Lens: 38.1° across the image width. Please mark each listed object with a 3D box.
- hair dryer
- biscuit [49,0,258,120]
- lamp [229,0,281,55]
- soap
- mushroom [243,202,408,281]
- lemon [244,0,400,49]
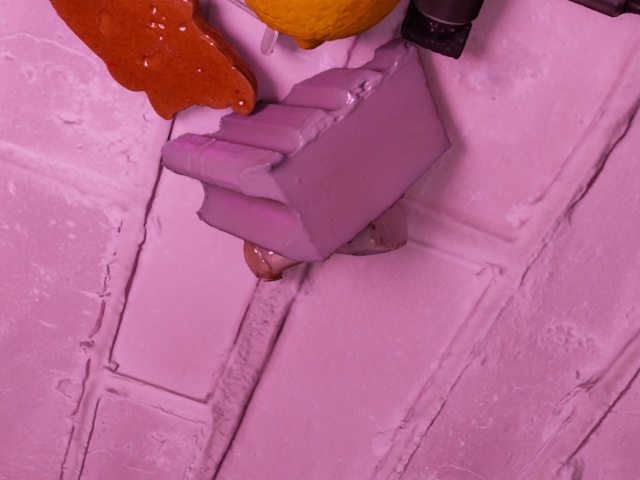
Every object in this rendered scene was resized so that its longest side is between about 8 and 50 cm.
[{"bbox_3d":[0.220,-0.249,0.948,0.248,0.078,0.195,24,130,9],"label":"hair dryer"},{"bbox_3d":[-0.195,-0.229,1.074,0.280,0.043,0.183,31,135,-1],"label":"biscuit"},{"bbox_3d":[-0.130,-0.278,1.032,0.198,0.056,0.050,28,130,-7],"label":"lamp"},{"bbox_3d":[-0.022,-0.117,1.140,0.302,0.258,0.159,20,149,56],"label":"soap"},{"bbox_3d":[0.000,-0.004,1.193,0.223,0.092,0.081,-12,142,27],"label":"mushroom"},{"bbox_3d":[0.005,-0.295,0.909,0.187,0.186,0.244,14,128,0],"label":"lemon"}]
